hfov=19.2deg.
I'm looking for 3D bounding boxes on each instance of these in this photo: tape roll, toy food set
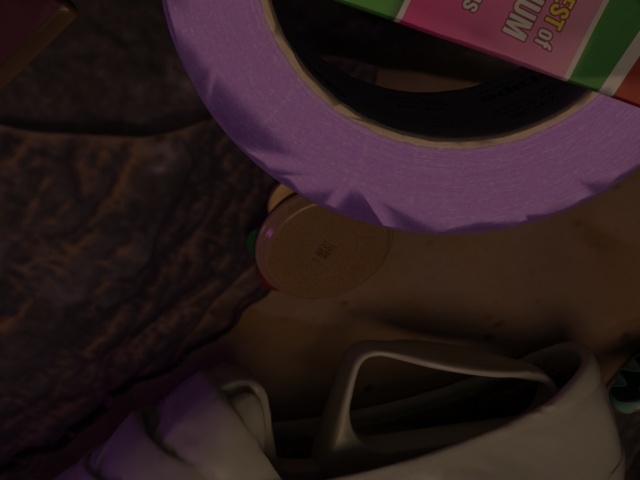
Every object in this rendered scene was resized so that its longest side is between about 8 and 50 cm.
[{"bbox_3d":[0.060,-0.145,0.871,0.275,0.090,0.274,-2,108,-6],"label":"tape roll"},{"bbox_3d":[0.000,0.000,1.068,0.083,0.020,0.082,13,123,-25],"label":"toy food set"}]

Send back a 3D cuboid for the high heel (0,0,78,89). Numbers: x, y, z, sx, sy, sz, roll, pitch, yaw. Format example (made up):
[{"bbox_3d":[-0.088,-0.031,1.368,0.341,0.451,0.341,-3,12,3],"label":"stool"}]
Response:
[{"bbox_3d":[-0.085,-0.219,0.665,0.377,0.127,0.181,-50,130,5],"label":"high heel"}]

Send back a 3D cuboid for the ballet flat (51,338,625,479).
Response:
[{"bbox_3d":[-0.008,0.124,1.111,0.400,0.139,0.139,-6,129,-17],"label":"ballet flat"}]

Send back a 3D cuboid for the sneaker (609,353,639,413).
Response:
[{"bbox_3d":[0.226,0.093,1.187,0.098,0.038,0.069,-31,137,-13],"label":"sneaker"}]

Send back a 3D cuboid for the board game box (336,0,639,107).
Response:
[{"bbox_3d":[0.173,-0.171,0.793,0.317,0.064,0.242,17,104,-15],"label":"board game box"}]
